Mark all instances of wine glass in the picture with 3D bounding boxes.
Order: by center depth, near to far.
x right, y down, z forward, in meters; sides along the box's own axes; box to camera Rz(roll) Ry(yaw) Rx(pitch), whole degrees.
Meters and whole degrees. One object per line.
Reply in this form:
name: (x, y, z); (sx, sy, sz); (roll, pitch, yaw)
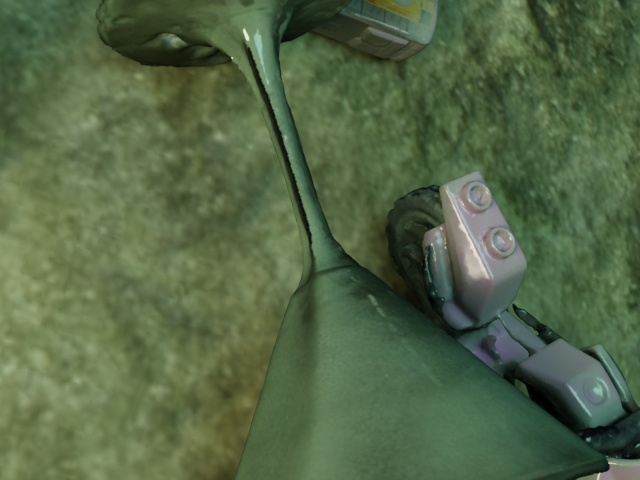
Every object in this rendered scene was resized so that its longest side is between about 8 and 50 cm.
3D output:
wine glass: (0.000, 0.000, 0.731); (0.267, 0.267, 0.406); (-4, 70, -37)

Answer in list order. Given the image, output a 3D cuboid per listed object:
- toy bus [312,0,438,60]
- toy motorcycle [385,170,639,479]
toy bus: (0.022, -0.209, 0.951); (0.172, 0.057, 0.072); (14, 70, -30)
toy motorcycle: (0.163, 0.096, 0.840); (0.143, 0.188, 0.327); (-22, 86, -33)
